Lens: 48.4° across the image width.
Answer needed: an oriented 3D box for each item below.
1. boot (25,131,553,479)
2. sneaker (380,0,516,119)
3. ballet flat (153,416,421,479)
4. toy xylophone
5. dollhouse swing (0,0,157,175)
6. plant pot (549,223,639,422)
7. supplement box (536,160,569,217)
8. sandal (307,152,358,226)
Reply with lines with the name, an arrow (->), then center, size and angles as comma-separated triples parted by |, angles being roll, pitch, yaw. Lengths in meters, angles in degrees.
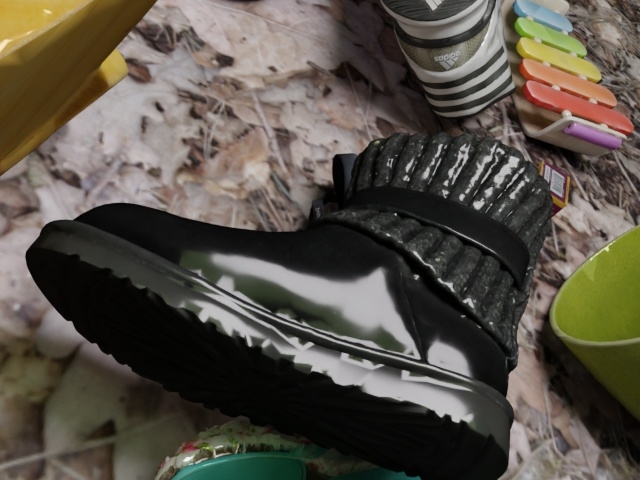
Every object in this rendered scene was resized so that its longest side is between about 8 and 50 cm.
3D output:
boot -> 0.000, 0.003, 0.529 | 0.347, 0.131, 0.260 | 23, 53, -5
sneaker -> 0.163, -0.339, 0.931 | 0.169, 0.258, 0.448 | -3, 54, 17
ballet flat -> -0.020, 0.168, 0.549 | 0.240, 0.091, 0.077 | 10, 23, -32
toy xylophone -> 0.326, -0.257, 1.067 | 0.236, 0.081, 0.323 | 5, 56, -30
dollhouse swing -> -0.295, -0.132, 0.422 | 0.315, 0.305, 0.347 | 37, 47, -4
plant pot -> 0.442, 0.140, 0.759 | 0.294, 0.274, 0.275 | 55, 45, -9
supplement box -> 0.258, -0.048, 0.868 | 0.043, 0.083, 0.055 | 31, 47, -9
sandal -> 0.012, 0.014, 0.666 | 0.054, 0.097, 0.255 | 2, 52, 1
